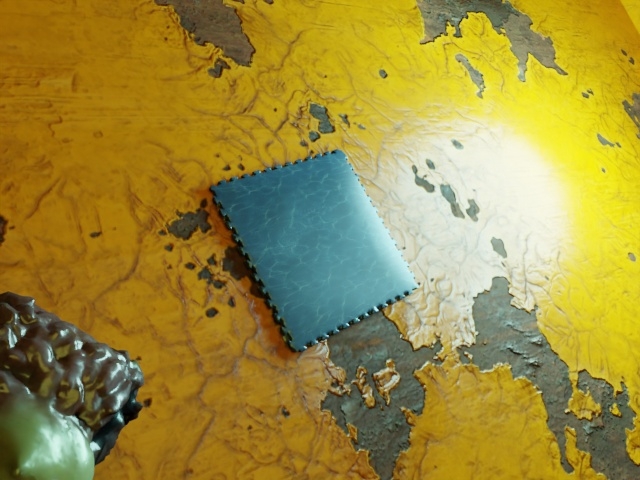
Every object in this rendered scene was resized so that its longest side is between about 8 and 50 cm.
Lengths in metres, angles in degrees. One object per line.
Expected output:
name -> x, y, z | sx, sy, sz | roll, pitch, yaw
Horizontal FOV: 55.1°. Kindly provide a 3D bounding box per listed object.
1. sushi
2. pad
sushi -> -0.268, 0.189, 0.501 | 0.171, 0.237, 0.270 | 39, 48, -20
pad -> 0.000, 0.000, 0.905 | 0.270, 0.012, 0.268 | -23, 80, -38
